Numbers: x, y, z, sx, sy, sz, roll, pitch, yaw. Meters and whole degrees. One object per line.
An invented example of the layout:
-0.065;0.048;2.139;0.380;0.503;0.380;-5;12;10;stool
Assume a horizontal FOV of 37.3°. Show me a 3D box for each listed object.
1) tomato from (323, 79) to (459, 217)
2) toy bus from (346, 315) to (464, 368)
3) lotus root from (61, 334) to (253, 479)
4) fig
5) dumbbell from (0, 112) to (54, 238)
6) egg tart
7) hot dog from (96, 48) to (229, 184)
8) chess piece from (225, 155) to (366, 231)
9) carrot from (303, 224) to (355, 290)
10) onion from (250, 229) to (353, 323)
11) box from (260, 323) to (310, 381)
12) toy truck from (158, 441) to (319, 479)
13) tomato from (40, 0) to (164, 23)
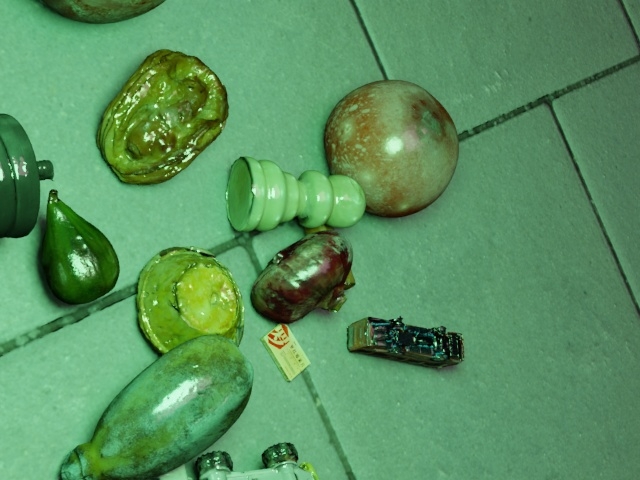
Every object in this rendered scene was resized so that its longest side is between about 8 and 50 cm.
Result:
0.142;-0.179;1.815;0.270;0.227;0.270;13;67;-32;tomato
0.165;0.196;1.803;0.235;0.096;0.073;15;67;-33;toy bus
-0.237;0.272;1.427;0.322;0.140;0.158;-37;134;-27;lotus root
-0.377;0.008;1.434;0.117;0.117;0.177;-32;101;-39;fig
-0.546;-0.067;1.284;0.388;0.185;0.185;-14;85;-39;dumbbell
-0.202;0.106;1.559;0.212;0.090;0.212;16;64;-36;egg tart
-0.258;-0.210;1.589;0.175;0.114;0.259;43;55;-18;hot dog
-0.033;-0.076;1.682;0.243;0.133;0.133;2;75;-25;chess piece
0.000;0.000;1.763;0.072;0.072;0.205;-12;76;-39;carrot
-0.019;0.062;1.657;0.151;0.098;0.206;41;71;8;onion
-0.062;0.196;1.682;0.058;0.015;0.093;-38;101;-40;box
-0.125;0.409;1.507;0.286;0.111;0.136;3;43;-28;toy truck
-0.353;-0.506;1.511;0.317;0.282;0.316;2;88;-41;tomato
